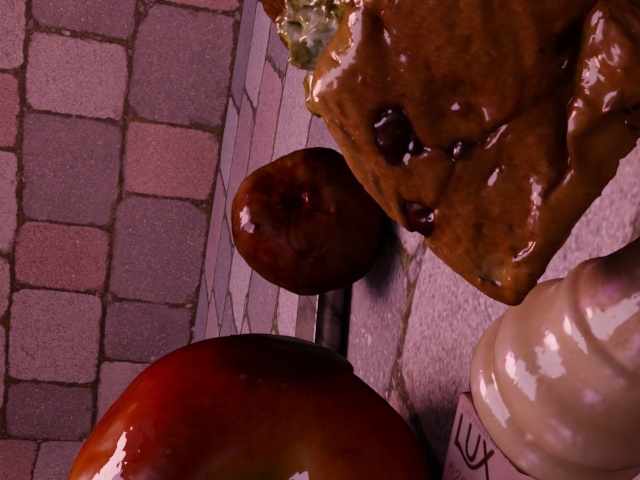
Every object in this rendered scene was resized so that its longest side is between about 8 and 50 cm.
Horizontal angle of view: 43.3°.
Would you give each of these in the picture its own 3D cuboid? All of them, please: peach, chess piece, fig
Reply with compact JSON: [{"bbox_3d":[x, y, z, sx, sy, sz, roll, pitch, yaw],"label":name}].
[{"bbox_3d":[-0.058,0.243,0.722,0.406,0.335,0.310,9,-91,-84],"label":"peach"},{"bbox_3d":[0.193,-0.027,0.329,0.397,0.117,0.117,114,157,-47],"label":"chess piece"},{"bbox_3d":[-0.012,-0.031,1.053,0.290,0.190,0.191,-69,-12,-79],"label":"fig"}]

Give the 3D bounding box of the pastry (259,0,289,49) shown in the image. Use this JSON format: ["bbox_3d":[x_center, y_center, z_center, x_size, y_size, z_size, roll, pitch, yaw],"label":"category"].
[{"bbox_3d":[-0.011,-0.293,0.991,0.257,0.121,0.236,46,177,32],"label":"pastry"}]

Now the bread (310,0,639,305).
[{"bbox_3d":[0.095,-0.080,0.398,0.158,0.149,0.143,-29,-23,-56],"label":"bread"}]

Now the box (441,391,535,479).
[{"bbox_3d":[0.138,0.183,0.560,0.156,0.060,0.111,-141,60,-73],"label":"box"}]

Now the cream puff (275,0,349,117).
[{"bbox_3d":[0.067,-0.175,0.802,0.221,0.194,0.195,-137,54,-58],"label":"cream puff"}]

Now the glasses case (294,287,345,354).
[{"bbox_3d":[-0.010,0.205,1.131,0.114,0.060,0.299,162,114,-74],"label":"glasses case"}]
